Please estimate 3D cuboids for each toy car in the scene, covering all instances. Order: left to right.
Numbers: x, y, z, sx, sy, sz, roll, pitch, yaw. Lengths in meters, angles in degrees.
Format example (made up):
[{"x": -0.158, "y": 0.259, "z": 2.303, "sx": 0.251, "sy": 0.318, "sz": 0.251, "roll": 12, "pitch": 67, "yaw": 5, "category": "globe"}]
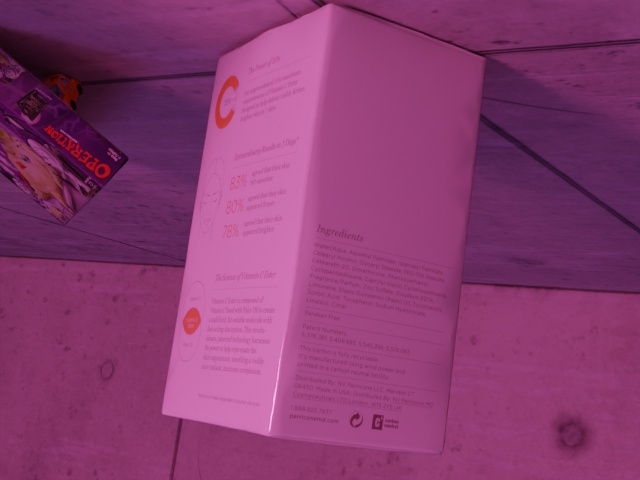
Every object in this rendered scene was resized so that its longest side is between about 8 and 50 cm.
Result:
[{"x": -0.319, "y": -0.159, "z": 1.178, "sx": 0.122, "sy": 0.060, "sz": 0.040, "roll": -5, "pitch": 133, "yaw": 32, "category": "toy car"}]

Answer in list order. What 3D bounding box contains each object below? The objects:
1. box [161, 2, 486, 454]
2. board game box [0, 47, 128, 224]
[{"x": 0.000, "y": 0.000, "z": 0.935, "sx": 0.168, "sy": 0.345, "sz": 0.215, "roll": 13, "pitch": 170, "yaw": -30, "category": "box"}, {"x": -0.335, "y": -0.116, "z": 1.188, "sx": 0.208, "sy": 0.056, "sz": 0.347, "roll": 45, "pitch": 162, "yaw": -10, "category": "board game box"}]
